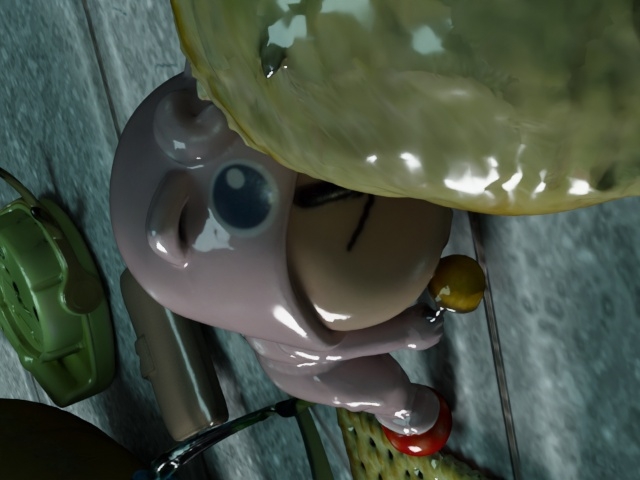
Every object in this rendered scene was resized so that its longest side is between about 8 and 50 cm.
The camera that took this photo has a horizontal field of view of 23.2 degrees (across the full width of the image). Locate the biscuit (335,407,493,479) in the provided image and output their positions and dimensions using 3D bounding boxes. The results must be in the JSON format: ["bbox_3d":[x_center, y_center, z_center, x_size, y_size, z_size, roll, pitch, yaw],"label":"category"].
[{"bbox_3d":[0.084,0.184,0.957,0.231,0.016,0.139,24,132,57],"label":"biscuit"}]

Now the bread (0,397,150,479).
[{"bbox_3d":[-0.263,0.299,1.402,0.376,0.348,0.253,29,121,57],"label":"bread"}]

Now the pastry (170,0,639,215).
[{"bbox_3d":[0.032,-0.119,0.625,0.256,0.170,0.237,22,133,51],"label":"pastry"}]

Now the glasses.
[{"bbox_3d":[-0.058,0.158,1.115,0.239,0.102,0.207,20,125,50],"label":"glasses"}]

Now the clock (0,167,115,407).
[{"bbox_3d":[-0.265,0.032,1.478,0.170,0.069,0.232,46,148,39],"label":"clock"}]

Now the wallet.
[{"bbox_3d":[-0.120,0.085,1.266,0.118,0.039,0.153,-29,81,63],"label":"wallet"}]

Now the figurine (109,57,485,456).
[{"bbox_3d":[0.000,0.000,0.858,0.287,0.186,0.176,65,-155,-49],"label":"figurine"}]
